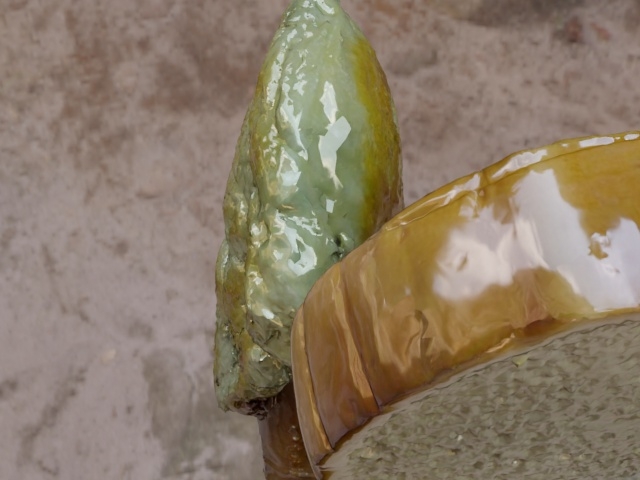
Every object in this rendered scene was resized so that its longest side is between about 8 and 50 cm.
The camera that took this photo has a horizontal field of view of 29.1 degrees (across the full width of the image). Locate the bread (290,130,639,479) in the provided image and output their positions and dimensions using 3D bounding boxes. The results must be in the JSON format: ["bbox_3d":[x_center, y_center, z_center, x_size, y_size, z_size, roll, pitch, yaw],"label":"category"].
[{"bbox_3d":[0.100,0.044,0.483,0.236,0.236,0.070,-9,63,-8],"label":"bread"}]

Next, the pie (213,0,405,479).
[{"bbox_3d":[0.002,-0.009,0.721,0.106,0.274,0.257,6,50,10],"label":"pie"}]
